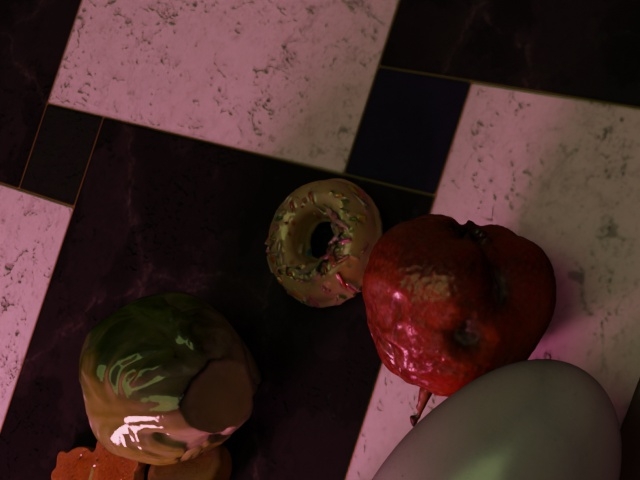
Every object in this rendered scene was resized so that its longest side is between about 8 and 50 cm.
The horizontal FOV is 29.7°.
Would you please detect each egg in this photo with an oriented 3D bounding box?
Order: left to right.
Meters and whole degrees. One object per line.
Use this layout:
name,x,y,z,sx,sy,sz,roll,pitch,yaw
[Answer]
egg,0.162,0.281,1.213,0.230,0.230,0.370,40,106,38

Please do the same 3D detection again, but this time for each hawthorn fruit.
hawthorn fruit,0.139,0.098,1.317,0.207,0.207,0.243,24,106,40

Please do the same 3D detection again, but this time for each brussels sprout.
brussels sprout,-0.194,0.176,1.543,0.244,0.244,0.244,-12,70,35

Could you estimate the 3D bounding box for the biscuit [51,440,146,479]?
biscuit,-0.311,0.344,1.698,0.184,0.027,0.133,-25,64,32

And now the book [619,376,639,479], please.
book,0.383,0.251,1.188,0.217,0.021,0.310,21,91,39

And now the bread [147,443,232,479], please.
bread,-0.168,0.308,1.577,0.115,0.056,0.082,-11,43,22

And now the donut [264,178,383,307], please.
donut,0.000,0.000,1.528,0.175,0.068,0.174,-12,69,34
